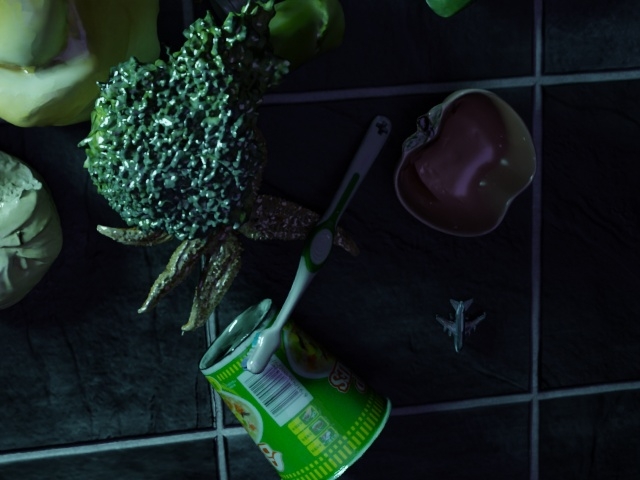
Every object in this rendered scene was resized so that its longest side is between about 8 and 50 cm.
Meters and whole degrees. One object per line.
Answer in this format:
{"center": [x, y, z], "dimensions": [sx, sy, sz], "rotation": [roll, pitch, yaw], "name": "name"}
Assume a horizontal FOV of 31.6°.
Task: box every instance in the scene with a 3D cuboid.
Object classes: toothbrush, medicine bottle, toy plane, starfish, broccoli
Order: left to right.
{"center": [-0.137, -0.163, 1.439], "dimensions": [0.353, 0.397, 0.275], "rotation": [-23, 111, 20], "name": "broccoli"}
{"center": [-0.143, 0.002, 1.581], "dimensions": [0.293, 0.084, 0.301], "rotation": [-43, 108, -9], "name": "starfish"}
{"center": [-0.097, -0.329, 1.511], "dimensions": [0.091, 0.058, 0.058], "rotation": [-36, 109, -9], "name": "medicine bottle"}
{"center": [0.002, 0.000, 1.560], "dimensions": [0.042, 0.040, 0.418], "rotation": [35, 73, -21], "name": "toothbrush"}
{"center": [0.212, 0.129, 1.721], "dimensions": [0.079, 0.031, 0.083], "rotation": [1, 105, -10], "name": "toy plane"}

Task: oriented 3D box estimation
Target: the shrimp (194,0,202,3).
{"center": [-0.124, -0.389, 1.518], "dimensions": [0.095, 0.045, 0.162], "rotation": [10, 105, -41], "name": "shrimp"}

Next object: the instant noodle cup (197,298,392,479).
{"center": [-0.049, 0.217, 1.621], "dimensions": [0.207, 0.207, 0.232], "rotation": [-41, 102, 3], "name": "instant noodle cup"}

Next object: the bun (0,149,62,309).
{"center": [-0.454, -0.012, 1.515], "dimensions": [0.210, 0.116, 0.237], "rotation": [-9, 108, -8], "name": "bun"}

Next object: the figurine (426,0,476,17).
{"center": [0.165, -0.434, 1.513], "dimensions": [0.185, 0.127, 0.234], "rotation": [-36, 99, -4], "name": "figurine"}

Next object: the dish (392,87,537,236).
{"center": [0.196, -0.118, 1.619], "dimensions": [0.213, 0.090, 0.213], "rotation": [-4, 108, -11], "name": "dish"}

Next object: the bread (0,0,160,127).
{"center": [-0.336, -0.347, 1.375], "dimensions": [0.329, 0.245, 0.424], "rotation": [-6, 103, -9], "name": "bread"}
